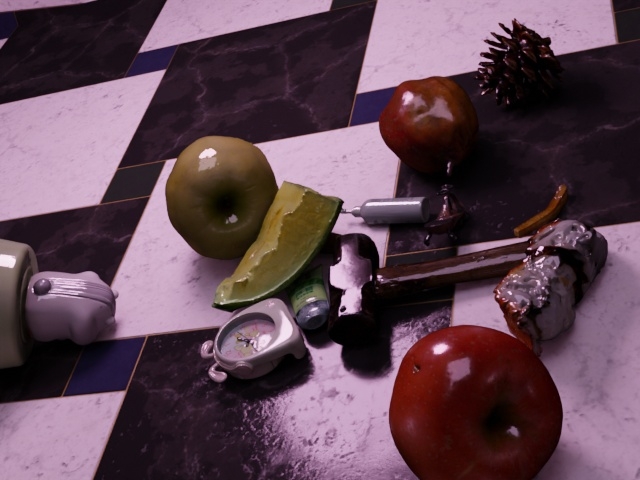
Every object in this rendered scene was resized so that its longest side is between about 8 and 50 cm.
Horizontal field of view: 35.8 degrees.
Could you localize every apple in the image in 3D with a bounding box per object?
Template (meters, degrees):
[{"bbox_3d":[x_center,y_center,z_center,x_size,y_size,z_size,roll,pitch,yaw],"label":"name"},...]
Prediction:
[{"bbox_3d":[0.224,0.254,1.487,0.260,0.260,0.216,-37,15,-19],"label":"apple"},{"bbox_3d":[-0.210,-0.091,2.129,0.279,0.279,0.279,-14,38,11],"label":"apple"}]

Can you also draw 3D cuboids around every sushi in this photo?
[{"bbox_3d":[0.406,0.065,1.730,0.130,0.124,0.332,7,43,44],"label":"sushi"}]

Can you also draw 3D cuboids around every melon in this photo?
[{"bbox_3d":[-0.090,0.026,2.012,0.323,0.124,0.196,-56,21,-5],"label":"melon"}]

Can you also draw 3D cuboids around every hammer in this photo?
[{"bbox_3d":[0.215,0.069,1.875,0.408,0.095,0.242,-9,39,9],"label":"hammer"}]

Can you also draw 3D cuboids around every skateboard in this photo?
[{"bbox_3d":[0.248,-0.054,1.980,0.067,0.080,0.151,-10,21,29],"label":"skateboard"}]

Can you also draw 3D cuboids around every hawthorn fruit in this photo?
[{"bbox_3d":[0.246,-0.231,2.143,0.208,0.208,0.248,-24,53,-2],"label":"hawthorn fruit"}]

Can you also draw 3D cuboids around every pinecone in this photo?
[{"bbox_3d":[0.442,-0.389,2.230,0.207,0.208,0.208,-14,38,11],"label":"pinecone"}]

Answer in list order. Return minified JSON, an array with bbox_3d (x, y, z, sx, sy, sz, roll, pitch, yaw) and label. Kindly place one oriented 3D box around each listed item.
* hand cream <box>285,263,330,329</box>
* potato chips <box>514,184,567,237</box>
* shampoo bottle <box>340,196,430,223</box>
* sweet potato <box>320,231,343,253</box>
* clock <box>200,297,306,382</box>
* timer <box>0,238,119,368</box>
[{"bbox_3d":[-0.024,0.111,1.959,0.095,0.046,0.175,-29,33,6],"label":"hand cream"},{"bbox_3d":[0.428,-0.050,1.914,0.026,0.037,0.204,-1,26,45],"label":"potato chips"},{"bbox_3d":[0.131,-0.062,2.088,0.195,0.056,0.056,-1,42,28],"label":"shampoo bottle"},{"bbox_3d":[0.000,0.000,2.083,0.117,0.049,0.049,10,48,34],"label":"sweet potato"},{"bbox_3d":[-0.133,0.199,1.894,0.191,0.062,0.151,-27,38,-4],"label":"clock"},{"bbox_3d":[-0.587,0.137,2.084,0.315,0.291,0.291,3,38,-5],"label":"timer"}]
